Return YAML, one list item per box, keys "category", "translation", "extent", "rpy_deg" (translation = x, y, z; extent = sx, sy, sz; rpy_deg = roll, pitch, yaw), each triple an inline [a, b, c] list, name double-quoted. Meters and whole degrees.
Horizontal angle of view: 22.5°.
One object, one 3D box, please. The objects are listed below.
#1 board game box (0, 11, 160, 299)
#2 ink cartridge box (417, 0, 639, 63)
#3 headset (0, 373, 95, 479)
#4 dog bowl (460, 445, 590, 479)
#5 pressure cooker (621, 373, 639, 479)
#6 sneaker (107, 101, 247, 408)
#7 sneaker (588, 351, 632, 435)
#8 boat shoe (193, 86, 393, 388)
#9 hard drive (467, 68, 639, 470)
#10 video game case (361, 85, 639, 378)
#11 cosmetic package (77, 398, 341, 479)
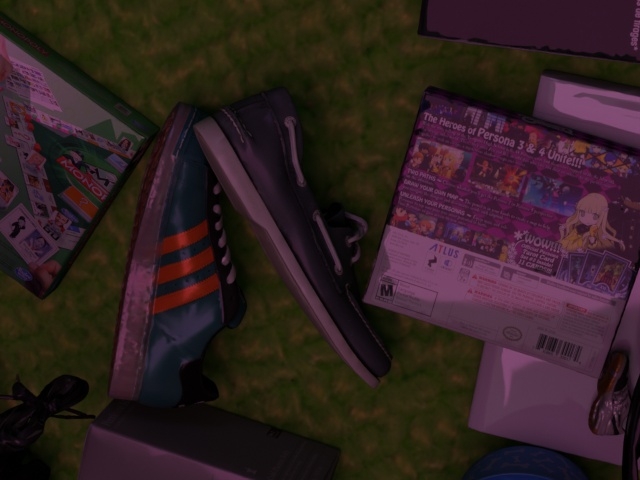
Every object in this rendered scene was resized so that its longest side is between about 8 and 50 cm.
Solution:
- category: "board game box"
  translation: [-0.345, -0.117, 1.598]
  extent: [0.317, 0.046, 0.213]
  rpy_deg: [36, 111, 1]
- category: "ink cartridge box"
  translation: [0.277, -0.244, 1.401]
  extent: [0.370, 0.069, 0.176]
  rpy_deg: [8, 109, 9]
- category: "headset"
  translation: [-0.387, 0.228, 1.642]
  extent: [0.394, 0.185, 0.243]
  rpy_deg: [-29, 99, 31]
- category: "dog bowl"
  translation: [0.223, 0.327, 1.561]
  extent: [0.166, 0.074, 0.297]
  rpy_deg: [-19, 111, 21]
- category: "pressure cooker"
  translation: [0.463, 0.219, 1.317]
  extent: [0.420, 0.370, 0.375]
  rpy_deg: [-11, 133, 10]
- category: "sneaker"
  translation: [-0.125, 0.018, 1.566]
  extent: [0.121, 0.108, 0.302]
  rpy_deg: [10, 104, -10]
- category: "sneaker"
  translation: [0.276, 0.142, 1.491]
  extent: [0.037, 0.032, 0.083]
  rpy_deg: [9, 110, -11]
- category: "boat shoe"
  translation: [0.000, 0.000, 1.512]
  extent: [0.099, 0.116, 0.319]
  rpy_deg: [-34, 112, -7]
- category: "hard drive"
  translation: [0.284, 0.037, 1.493]
  extent: [0.233, 0.047, 0.353]
  rpy_deg: [13, 109, 9]
- category: "video game case"
  translation: [0.176, -0.007, 1.454]
  extent: [0.232, 0.042, 0.210]
  rpy_deg: [17, 109, 6]
- category: "cosmetic package"
  translation: [-0.113, 0.236, 1.610]
  extent: [0.238, 0.127, 0.107]
  rpy_deg: [19, 110, 5]
